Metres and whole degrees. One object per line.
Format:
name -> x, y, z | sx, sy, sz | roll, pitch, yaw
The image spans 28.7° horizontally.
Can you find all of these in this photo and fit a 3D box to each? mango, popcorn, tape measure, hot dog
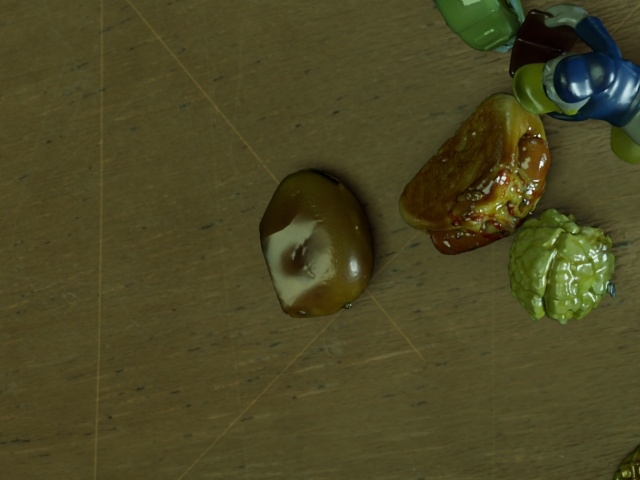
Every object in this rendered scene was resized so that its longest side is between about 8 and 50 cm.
mango -> 0.000, 0.000, 1.999 | 0.166, 0.136, 0.236 | -19, 89, 10
popcorn -> 0.360, 0.044, 1.852 | 0.142, 0.173, 0.173 | -14, 96, 46
tape measure -> 0.221, -0.359, 1.814 | 0.106, 0.175, 0.200 | -24, 97, 28
hot dog -> 0.243, -0.081, 1.858 | 0.256, 0.150, 0.153 | -48, 49, 23

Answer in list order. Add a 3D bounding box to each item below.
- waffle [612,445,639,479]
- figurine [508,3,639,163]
waffle -> 0.537, 0.370, 1.901 | 0.149, 0.051, 0.194 | 45, 113, 10
figurine -> 0.374, -0.231, 1.690 | 0.283, 0.338, 0.204 | 41, 111, 21
